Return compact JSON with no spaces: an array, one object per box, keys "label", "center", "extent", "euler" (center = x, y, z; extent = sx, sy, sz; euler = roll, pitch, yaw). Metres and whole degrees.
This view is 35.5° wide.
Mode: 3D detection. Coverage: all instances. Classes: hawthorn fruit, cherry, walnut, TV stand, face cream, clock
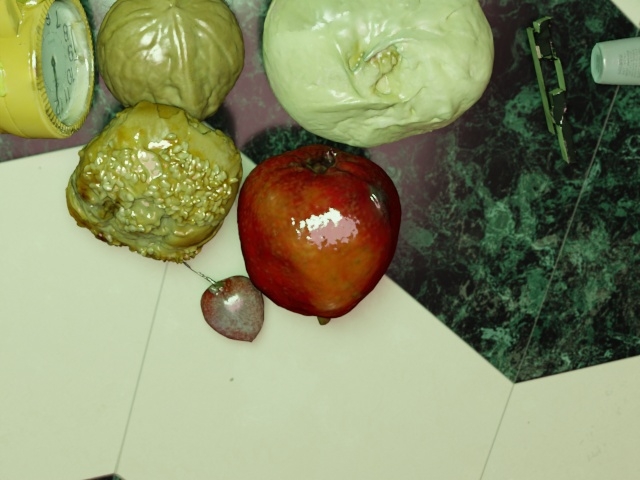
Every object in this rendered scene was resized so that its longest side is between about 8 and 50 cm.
[{"label":"hawthorn fruit","center":[0.000,0.000,1.603],"extent":[0.265,0.265,0.307],"euler":[-8,124,-4]},{"label":"cherry","center":[-0.167,0.072,1.688],"extent":[0.107,0.090,0.225],"euler":[-25,99,14]},{"label":"walnut","center":[-0.224,-0.285,1.499],"extent":[0.228,0.228,0.228],"euler":[-2,107,-6]},{"label":"TV stand","center":[0.393,-0.248,1.677],"extent":[0.042,0.036,0.249],"euler":[-17,108,-2]},{"label":"face cream","center":[0.555,-0.302,1.670],"extent":[0.198,0.057,0.084],"euler":[-3,108,-7]},{"label":"clock","center":[-0.442,-0.305,1.471],"extent":[0.200,0.244,0.316],"euler":[-1,112,13]}]

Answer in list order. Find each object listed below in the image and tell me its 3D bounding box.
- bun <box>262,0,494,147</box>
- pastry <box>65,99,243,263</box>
[{"label":"bun","center":[0.094,-0.301,1.537],"extent":[0.361,0.213,0.361],"euler":[-2,109,-6]},{"label":"pastry","center":[-0.255,-0.071,1.525],"extent":[0.255,0.311,0.161],"euler":[12,61,-15]}]
